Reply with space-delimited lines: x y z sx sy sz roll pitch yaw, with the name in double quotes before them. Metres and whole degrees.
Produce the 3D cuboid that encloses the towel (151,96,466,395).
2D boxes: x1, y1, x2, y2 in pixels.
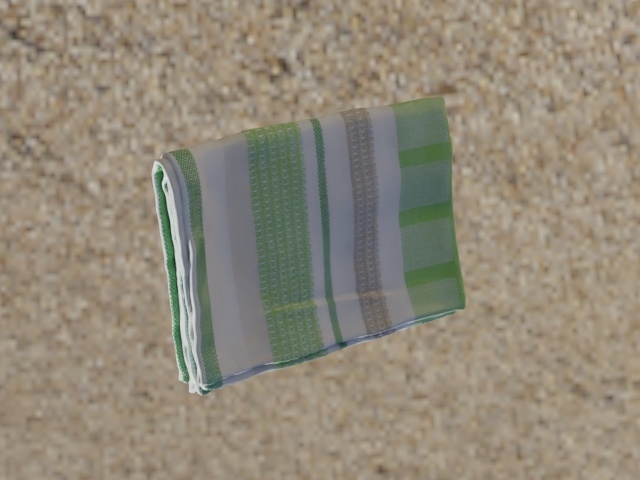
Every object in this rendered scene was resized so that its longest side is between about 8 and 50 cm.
"towel" 0.000 0.000 0.796 0.152 0.113 0.023 -14 -162 -28
